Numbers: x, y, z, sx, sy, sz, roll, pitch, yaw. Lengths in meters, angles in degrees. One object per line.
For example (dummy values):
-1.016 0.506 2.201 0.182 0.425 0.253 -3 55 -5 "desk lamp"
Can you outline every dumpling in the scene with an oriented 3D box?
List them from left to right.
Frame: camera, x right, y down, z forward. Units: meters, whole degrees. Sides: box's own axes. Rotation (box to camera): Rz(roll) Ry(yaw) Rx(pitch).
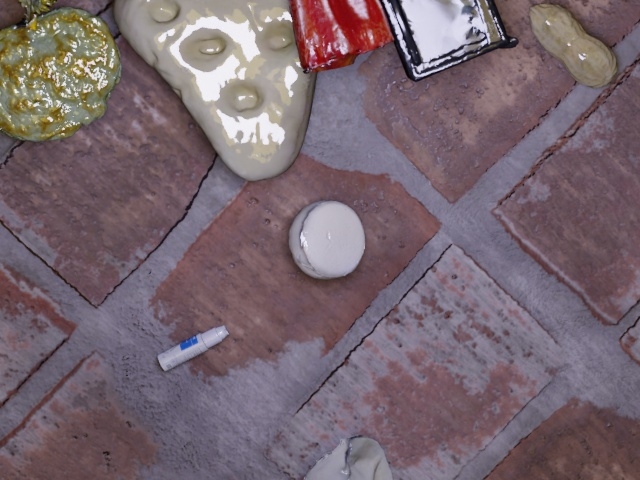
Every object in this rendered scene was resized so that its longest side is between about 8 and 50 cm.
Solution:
0.049 0.463 2.021 0.172 0.142 0.247 27 91 -39 "dumpling"

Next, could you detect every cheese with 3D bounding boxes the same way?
-0.165 -0.263 1.896 0.351 0.129 0.328 1 96 -3 "cheese"

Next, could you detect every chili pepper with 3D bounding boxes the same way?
0.016 -0.392 1.787 0.144 0.136 0.252 -13 94 34 "chili pepper"

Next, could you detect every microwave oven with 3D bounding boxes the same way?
0.182 -0.392 1.853 0.178 0.188 0.247 -22 97 2 "microwave oven"

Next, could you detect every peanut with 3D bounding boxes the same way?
0.415 -0.325 1.917 0.187 0.082 0.082 43 96 -7 "peanut"

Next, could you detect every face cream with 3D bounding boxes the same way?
-0.218 0.184 2.011 0.130 0.034 0.034 -27 97 4 "face cream"

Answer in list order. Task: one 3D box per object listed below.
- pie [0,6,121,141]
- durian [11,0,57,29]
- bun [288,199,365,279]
-0.446 -0.269 1.918 0.248 0.090 0.201 -20 102 1 "pie"
-0.438 -0.457 1.845 0.138 0.193 0.237 -11 108 -36 "durian"
0.000 0.000 1.961 0.138 0.094 0.138 2 86 -31 "bun"
